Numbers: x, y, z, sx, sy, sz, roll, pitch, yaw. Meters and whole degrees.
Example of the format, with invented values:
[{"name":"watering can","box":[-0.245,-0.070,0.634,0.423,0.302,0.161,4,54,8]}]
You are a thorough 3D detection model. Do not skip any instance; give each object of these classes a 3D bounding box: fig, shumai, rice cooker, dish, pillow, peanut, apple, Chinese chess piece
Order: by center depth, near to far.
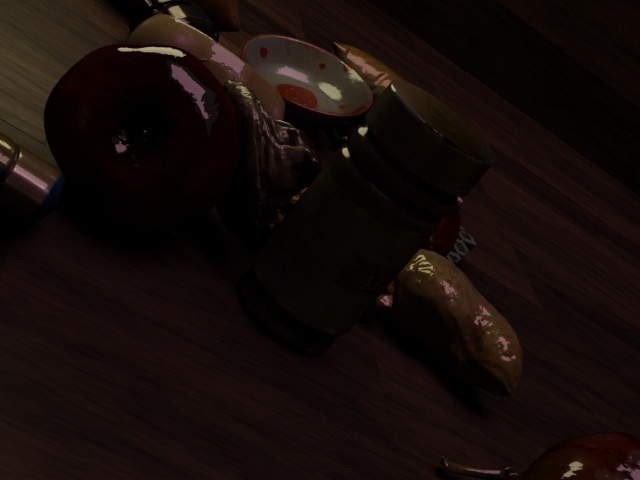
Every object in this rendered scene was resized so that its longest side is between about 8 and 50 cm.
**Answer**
[{"name":"apple","box":[-0.198,-0.118,1.263,0.234,0.234,0.234,34,21,-15]},{"name":"fig","box":[0.295,0.310,1.277,0.250,0.204,0.186,12,-43,49]},{"name":"shumai","box":[-0.071,-0.107,1.379,0.120,0.201,0.201,-7,42,-24]},{"name":"peanut","box":[0.188,0.119,1.542,0.253,0.122,0.137,46,7,10]},{"name":"Chinese chess piece","box":[-0.167,-0.217,1.548,0.251,0.097,0.251,34,-6,4]},{"name":"rice cooker","box":[-0.241,-0.344,1.795,0.106,0.112,0.165,50,23,11]},{"name":"dish","box":[-0.038,-0.274,1.997,0.260,0.085,0.260,18,34,-13]},{"name":"pillow","box":[0.141,-0.279,2.246,0.312,0.119,0.310,44,6,1]}]

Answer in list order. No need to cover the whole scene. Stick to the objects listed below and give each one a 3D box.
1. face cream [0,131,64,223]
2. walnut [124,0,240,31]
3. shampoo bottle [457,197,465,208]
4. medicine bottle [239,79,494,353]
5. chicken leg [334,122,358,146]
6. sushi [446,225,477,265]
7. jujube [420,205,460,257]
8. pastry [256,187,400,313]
[{"name":"face cream","box":[-0.378,-0.107,1.072,0.285,0.067,0.139,34,-7,-25]},{"name":"walnut","box":[-0.257,-0.469,1.917,0.298,0.203,0.203,43,20,0]},{"name":"shampoo bottle","box":[0.176,-0.135,2.131,0.236,0.067,0.068,38,27,-1]},{"name":"medicine bottle","box":[0.048,-0.022,1.303,0.151,0.322,0.151,33,21,-15]},{"name":"chicken leg","box":[0.021,-0.262,2.121,0.113,0.093,0.304,28,24,-57]},{"name":"sushi","box":[0.160,-0.033,1.922,0.219,0.047,0.231,46,25,6]},{"name":"jujube","box":[0.107,-0.043,1.697,0.230,0.155,0.155,34,21,-7]},{"name":"pastry","box":[0.000,0.000,1.492,0.250,0.102,0.154,34,18,-19]}]
